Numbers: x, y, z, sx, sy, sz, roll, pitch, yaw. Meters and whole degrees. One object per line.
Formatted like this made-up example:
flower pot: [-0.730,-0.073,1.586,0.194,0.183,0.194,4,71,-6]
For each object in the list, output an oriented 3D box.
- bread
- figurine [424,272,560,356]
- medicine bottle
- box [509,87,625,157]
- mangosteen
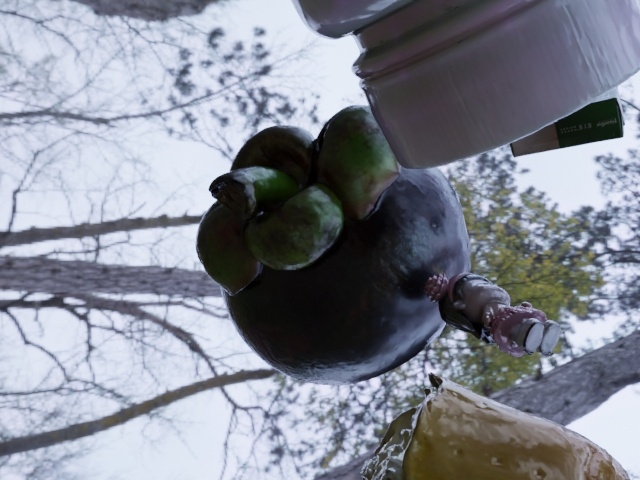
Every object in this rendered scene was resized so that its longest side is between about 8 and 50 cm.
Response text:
bread: [0.265,0.376,1.180,0.394,0.361,0.250,17,-113,2]
figurine: [0.148,0.068,0.675,0.129,0.072,0.054,37,-65,58]
medicine bottle: [0.049,-0.253,0.474,0.213,0.213,0.378,-17,-72,39]
box: [0.449,-0.224,1.402,0.199,0.135,0.081,-12,-69,24]
mangosteen: [0.015,0.011,0.838,0.311,0.311,0.311,-1,-91,41]
